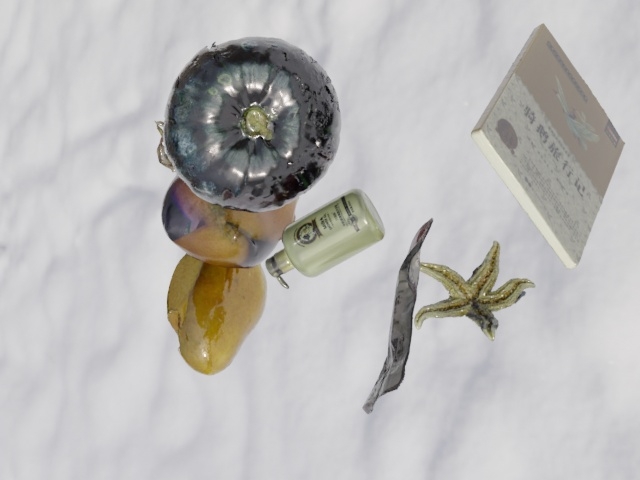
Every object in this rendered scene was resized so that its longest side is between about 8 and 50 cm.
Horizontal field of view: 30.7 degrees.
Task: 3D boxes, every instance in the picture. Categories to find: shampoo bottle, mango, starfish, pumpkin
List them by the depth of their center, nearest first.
[{"bbox_3d":[-0.085,-0.149,1.498,0.163,0.233,0.233,-155,74,-80],"label":"pumpkin"},{"bbox_3d":[0.000,0.000,1.527,0.162,0.079,0.079,-29,51,11],"label":"shampoo bottle"},{"bbox_3d":[0.205,0.071,1.671,0.176,0.208,0.053,33,135,20],"label":"starfish"},{"bbox_3d":[-0.140,-0.056,1.896,0.152,0.287,0.201,-19,95,29],"label":"mango"},{"bbox_3d":[-0.179,0.109,1.996,0.130,0.167,0.262,-37,26,47],"label":"mango"}]

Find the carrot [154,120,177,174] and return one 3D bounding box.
[{"bbox_3d":[-0.157,-0.165,2.270,0.193,0.331,0.214,104,159,-46],"label":"carrot"}]

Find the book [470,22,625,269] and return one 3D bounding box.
[{"bbox_3d":[0.304,-0.131,1.513,0.021,0.217,0.310,-27,19,39],"label":"book"}]

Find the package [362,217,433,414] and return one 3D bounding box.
[{"bbox_3d":[0.103,0.097,1.508,0.154,0.030,0.239,115,168,-66],"label":"package"}]
